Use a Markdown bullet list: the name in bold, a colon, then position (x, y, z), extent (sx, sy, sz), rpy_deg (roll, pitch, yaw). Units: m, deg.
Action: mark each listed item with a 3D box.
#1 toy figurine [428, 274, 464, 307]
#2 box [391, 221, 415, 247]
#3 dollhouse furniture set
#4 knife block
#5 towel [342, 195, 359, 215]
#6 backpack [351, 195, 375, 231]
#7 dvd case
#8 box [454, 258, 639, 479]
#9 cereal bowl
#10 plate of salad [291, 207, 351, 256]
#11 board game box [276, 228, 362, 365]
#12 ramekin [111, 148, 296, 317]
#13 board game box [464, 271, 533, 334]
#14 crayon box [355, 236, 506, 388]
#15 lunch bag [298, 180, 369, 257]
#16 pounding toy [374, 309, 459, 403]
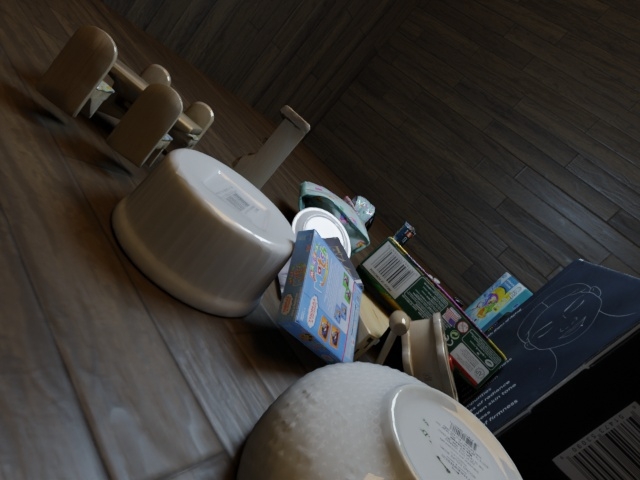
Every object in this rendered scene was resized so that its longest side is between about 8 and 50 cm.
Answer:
- **toy figurine**: position (0.351, 0.208, 1.399), extent (0.213, 0.148, 0.209), rpy_deg (20, 18, -38)
- **box**: position (0.218, 0.041, 1.353), extent (0.044, 0.233, 0.159), rpy_deg (43, 14, 6)
- **dollhouse furniture set**: position (-0.255, -0.267, 0.851), extent (0.394, 0.256, 0.362), rpy_deg (39, 7, -13)
- **knife block**: position (0.037, 0.127, 0.889), extent (0.242, 0.088, 0.276), rpy_deg (44, 14, 13)
- **towel**: position (0.073, -0.085, 1.536), extent (0.029, 0.144, 0.197), rpy_deg (43, 12, -23)
- **backpack**: position (0.132, -0.085, 1.617), extent (0.115, 0.182, 0.152), rpy_deg (37, 15, -22)
- **dvd case**: position (-0.015, 0.053, 0.897), extent (0.165, 0.018, 0.221), rpy_deg (-6, 29, -10)
- **box**: position (0.537, 0.317, 0.865), extent (0.297, 0.480, 0.472), rpy_deg (46, 14, 7)
- **cereal bowl**: position (0.095, 0.253, 0.409), extent (0.339, 0.141, 0.339), rpy_deg (27, 23, -12)
- **plate of salad**: position (0.000, 0.000, 1.149), extent (0.200, 0.048, 0.199), rpy_deg (18, 56, -29)
- **board game box**: position (0.009, 0.105, 0.684), extent (0.211, 0.039, 0.160), rpy_deg (54, 39, -46)
- **ramekin**: position (-0.171, -0.023, 0.666), extent (0.277, 0.135, 0.277), rpy_deg (39, 13, -11)
- **board game box**: position (0.601, 0.280, 1.471), extent (0.079, 0.336, 0.254), rpy_deg (43, 13, 3)
- **crayon box**: position (0.240, 0.180, 1.031), extent (0.363, 0.106, 0.313), rpy_deg (47, -8, 9)
- **lunch bag**: position (0.020, -0.073, 1.322), extent (0.262, 0.160, 0.223), rpy_deg (45, 13, -14)
- **pounding toy**: position (0.179, 0.237, 0.811), extent (0.154, 0.155, 0.269), rpy_deg (-60, 135, -65)
